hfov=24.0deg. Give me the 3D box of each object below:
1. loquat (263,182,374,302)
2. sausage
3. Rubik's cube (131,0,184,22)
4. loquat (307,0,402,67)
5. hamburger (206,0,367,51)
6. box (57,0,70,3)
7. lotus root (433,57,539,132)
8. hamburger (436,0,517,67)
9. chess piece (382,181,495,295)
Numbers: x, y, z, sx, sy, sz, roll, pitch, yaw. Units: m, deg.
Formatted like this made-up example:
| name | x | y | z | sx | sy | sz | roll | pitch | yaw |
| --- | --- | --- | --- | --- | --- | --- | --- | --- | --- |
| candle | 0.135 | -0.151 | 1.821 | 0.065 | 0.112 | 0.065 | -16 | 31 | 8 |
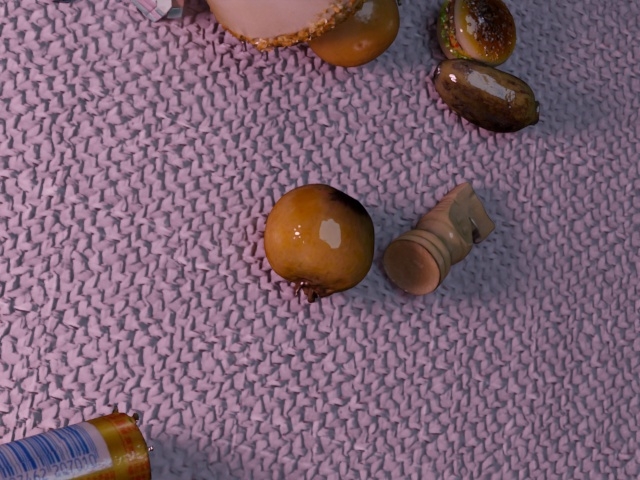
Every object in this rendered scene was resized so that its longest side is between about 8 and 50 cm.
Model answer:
| name | x | y | z | sx | sy | sz | roll | pitch | yaw |
| --- | --- | --- | --- | --- | --- | --- | --- | --- | --- |
| loquat | 0.000 | 0.000 | 1.960 | 0.163 | 0.137 | 0.163 | 13 | 72 | -46 |
| sausage | -0.347 | 0.287 | 1.673 | 0.317 | 0.117 | 0.125 | -13 | 103 | -31 |
| Rubik's cube | -0.209 | -0.334 | 1.985 | 0.084 | 0.075 | 0.073 | 45 | 72 | -27 |
| loquat | 0.042 | -0.312 | 2.093 | 0.141 | 0.141 | 0.141 | 10 | 69 | -28 |
| hamburger | -0.039 | -0.391 | 1.987 | 0.179 | 0.276 | 0.294 | 44 | 30 | -54 |
| box | -0.339 | -0.364 | 1.932 | 0.074 | 0.054 | 0.099 | 15 | 67 | -24 |
| lotus root | 0.244 | -0.210 | 2.203 | 0.179 | 0.089 | 0.080 | 21 | 45 | -16 |
| hamburger | 0.231 | -0.316 | 2.236 | 0.141 | 0.081 | 0.127 | 16 | 66 | -26 |
| chess piece | 0.175 | -0.008 | 2.107 | 0.090 | 0.090 | 0.200 | 53 | 45 | -5 |
